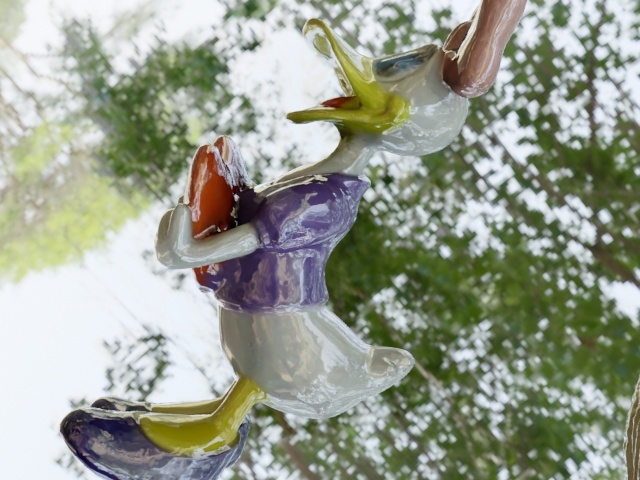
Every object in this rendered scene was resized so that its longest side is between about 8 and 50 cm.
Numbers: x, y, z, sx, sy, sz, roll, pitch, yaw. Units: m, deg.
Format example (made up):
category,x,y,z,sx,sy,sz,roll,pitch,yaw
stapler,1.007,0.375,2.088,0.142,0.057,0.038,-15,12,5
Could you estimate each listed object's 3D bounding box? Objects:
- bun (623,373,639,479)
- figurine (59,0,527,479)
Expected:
category,x,y,z,sx,sy,sz,roll,pitch,yaw
bun,0.239,0.111,0.612,0.166,0.114,0.173,-104,-144,-84
figurine,-0.006,0.002,0.756,0.154,0.193,0.420,-59,174,-85
